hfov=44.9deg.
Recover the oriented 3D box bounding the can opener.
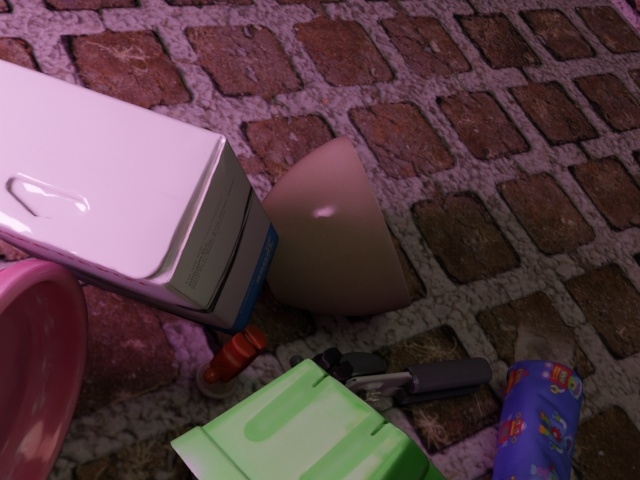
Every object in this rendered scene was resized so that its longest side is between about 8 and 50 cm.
[{"bbox_3d":[0.142,0.210,1.214,0.281,0.074,0.093,2,55,-27],"label":"can opener"}]

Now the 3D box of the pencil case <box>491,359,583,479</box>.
[{"bbox_3d":[0.336,0.328,1.198,0.133,0.119,0.306,36,46,-14],"label":"pencil case"}]

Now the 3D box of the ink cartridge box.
[{"bbox_3d":[-0.228,-0.027,0.925,0.286,0.395,0.166,19,78,9],"label":"ink cartridge box"}]

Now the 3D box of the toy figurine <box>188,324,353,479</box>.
[{"bbox_3d":[-0.065,0.241,1.044,0.210,0.148,0.213,15,48,-25],"label":"toy figurine"}]

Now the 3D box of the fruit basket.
[{"bbox_3d":[-0.034,0.356,0.833,0.392,0.391,0.283,-14,30,-35],"label":"fruit basket"}]

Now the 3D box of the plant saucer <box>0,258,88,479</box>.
[{"bbox_3d":[-0.355,0.177,0.823,0.084,0.332,0.332,13,49,6],"label":"plant saucer"}]

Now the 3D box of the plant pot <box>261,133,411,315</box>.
[{"bbox_3d":[0.000,0.000,1.199,0.191,0.284,0.284,-20,62,1],"label":"plant pot"}]
